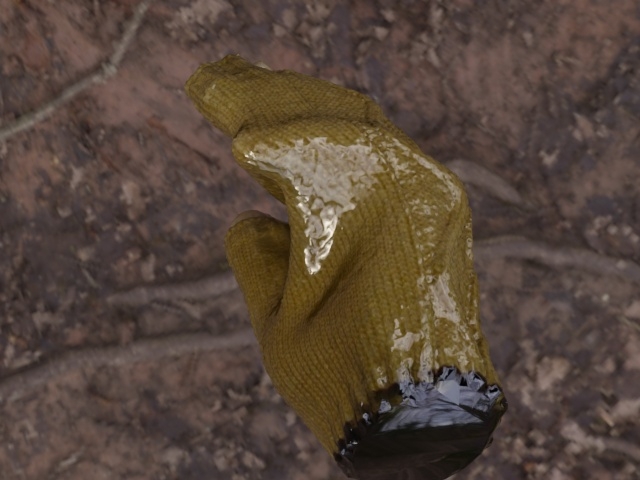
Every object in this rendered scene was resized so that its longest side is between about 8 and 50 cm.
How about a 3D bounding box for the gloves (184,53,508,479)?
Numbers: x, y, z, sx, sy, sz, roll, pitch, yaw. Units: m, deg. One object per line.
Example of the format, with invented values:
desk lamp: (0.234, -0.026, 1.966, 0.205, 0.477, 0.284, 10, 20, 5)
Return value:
gloves: (0.016, 0.003, 0.825, 0.155, 0.356, 0.203, -14, 148, -26)
